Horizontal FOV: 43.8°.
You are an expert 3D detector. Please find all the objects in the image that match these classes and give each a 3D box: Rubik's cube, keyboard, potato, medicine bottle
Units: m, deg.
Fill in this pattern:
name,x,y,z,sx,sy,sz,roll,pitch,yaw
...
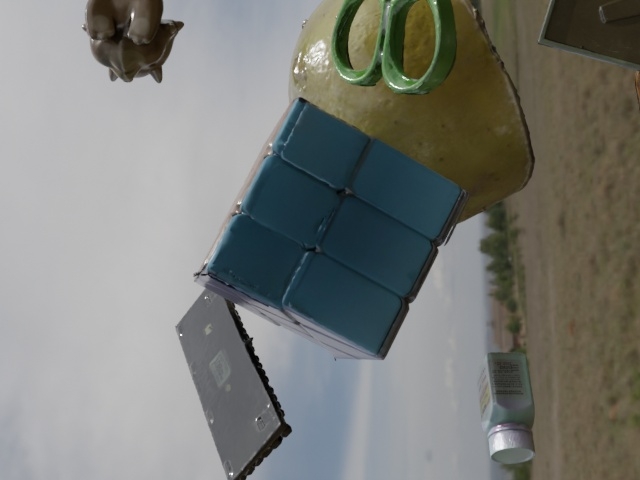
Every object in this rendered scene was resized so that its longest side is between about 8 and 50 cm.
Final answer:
name,x,y,z,sx,sy,sz,roll,pitch,yaw
Rubik's cube,0.000,0.000,0.954,0.225,0.231,0.221,-63,8,-11
keyboard,-0.111,0.156,0.970,0.027,0.106,0.317,34,-169,-32
potato,0.107,-0.209,1.331,0.442,0.319,0.385,66,170,-8
medicine bottle,0.221,0.200,0.948,0.074,0.055,0.118,95,176,-55

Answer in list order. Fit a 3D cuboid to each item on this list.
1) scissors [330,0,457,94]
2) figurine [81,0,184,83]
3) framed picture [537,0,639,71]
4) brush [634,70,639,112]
name,x,y,z,sx,sy,sz,roll,pitch,yaw
scissors,0.055,-0.195,0.490,0.027,0.101,0.204,-5,-71,-42
figurine,-0.343,-0.407,1.441,0.173,0.177,0.247,93,159,-80
framed picture,0.321,-0.244,0.856,0.011,0.149,0.109,-8,-65,-83
brush,0.407,-0.075,0.948,0.090,0.017,0.314,-41,-56,-27
